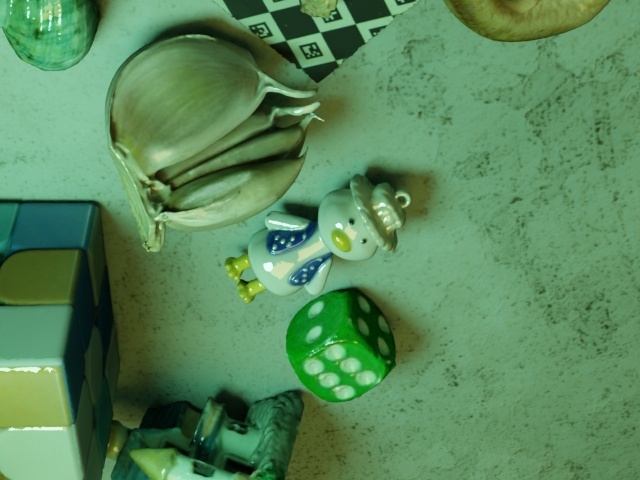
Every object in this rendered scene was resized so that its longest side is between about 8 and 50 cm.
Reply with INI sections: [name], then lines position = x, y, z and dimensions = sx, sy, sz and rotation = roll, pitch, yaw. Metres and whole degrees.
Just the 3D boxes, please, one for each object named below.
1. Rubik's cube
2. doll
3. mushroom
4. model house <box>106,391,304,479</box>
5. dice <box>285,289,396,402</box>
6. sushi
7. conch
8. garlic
[Rubik's cube]
position = -0.480, 0.176, 1.750
dimensions = 0.344, 0.347, 0.347
rotation = 0, 130, -2
[doll]
position = 0.000, 0.000, 1.750
dimensions = 0.293, 0.119, 0.138
rotation = -26, 101, 20
[mushroom]
position = 0.247, -0.357, 1.436
dimensions = 0.278, 0.146, 0.278
rotation = -12, 124, -18
[model house]
position = -0.219, 0.322, 1.945
dimensions = 0.324, 0.267, 0.194
rotation = 22, 121, -4
[dice]
position = 0.031, 0.160, 1.881
dimensions = 0.131, 0.120, 0.128
rotation = -31, 122, 21
[sushi]
position = -0.034, -0.316, 1.491
dimensions = 0.290, 0.050, 0.264
rotation = 34, 137, -24
[conch]
position = -0.350, -0.287, 1.513
dimensions = 0.188, 0.122, 0.175
rotation = 41, 143, -24
[garlic]
position = -0.149, -0.133, 1.577
dimensions = 0.292, 0.237, 0.210
rotation = -38, 140, -16
